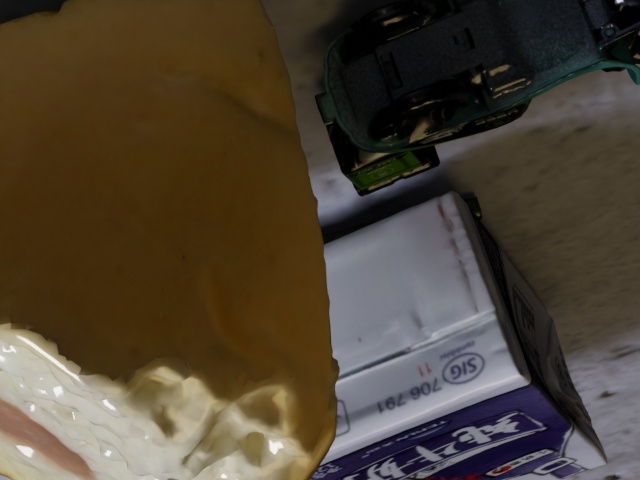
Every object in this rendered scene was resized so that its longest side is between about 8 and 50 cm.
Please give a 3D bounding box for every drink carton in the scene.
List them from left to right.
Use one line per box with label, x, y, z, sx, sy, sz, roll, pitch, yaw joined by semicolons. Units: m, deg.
drink carton;0.051;0.073;0.926;0.134;0.102;0.222;-25;157;10

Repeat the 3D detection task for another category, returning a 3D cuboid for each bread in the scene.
bread;-0.106;0.044;0.685;0.224;0.211;0.183;-14;159;-17

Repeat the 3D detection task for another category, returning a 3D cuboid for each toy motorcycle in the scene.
toy motorcycle;0.079;-0.076;0.735;0.173;0.058;0.100;-22;164;10

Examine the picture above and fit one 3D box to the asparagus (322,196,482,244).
asparagus;0.000;0.000;0.873;0.162;0.016;0.016;-11;177;-12
